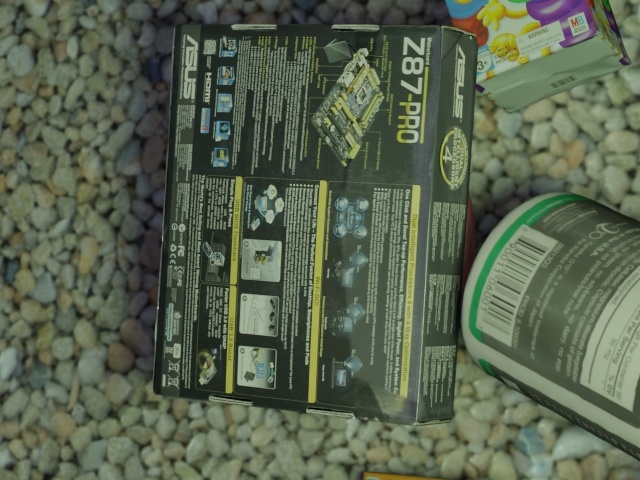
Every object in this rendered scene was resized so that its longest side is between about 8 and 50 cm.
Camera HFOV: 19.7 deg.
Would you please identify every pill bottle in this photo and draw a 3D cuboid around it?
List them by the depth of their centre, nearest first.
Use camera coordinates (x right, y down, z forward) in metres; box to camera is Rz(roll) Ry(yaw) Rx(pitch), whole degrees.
[{"bbox_3d":[0.321,0.104,1.720,0.361,0.204,0.204,29,94,43],"label":"pill bottle"}]

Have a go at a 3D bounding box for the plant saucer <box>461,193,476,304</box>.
[{"bbox_3d":[0.000,0.000,1.994,0.332,0.084,0.332,-4,80,23],"label":"plant saucer"}]

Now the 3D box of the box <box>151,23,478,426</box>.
[{"bbox_3d":[-0.011,-0.023,1.881,0.318,0.097,0.395,3,90,31],"label":"box"}]

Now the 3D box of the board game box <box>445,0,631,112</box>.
[{"bbox_3d":[0.201,-0.296,1.921,0.144,0.142,0.275,-21,74,19],"label":"board game box"}]

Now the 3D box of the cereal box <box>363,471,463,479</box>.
[{"bbox_3d":[0.110,0.363,1.886,0.173,0.047,0.240,-1,80,40],"label":"cereal box"}]
